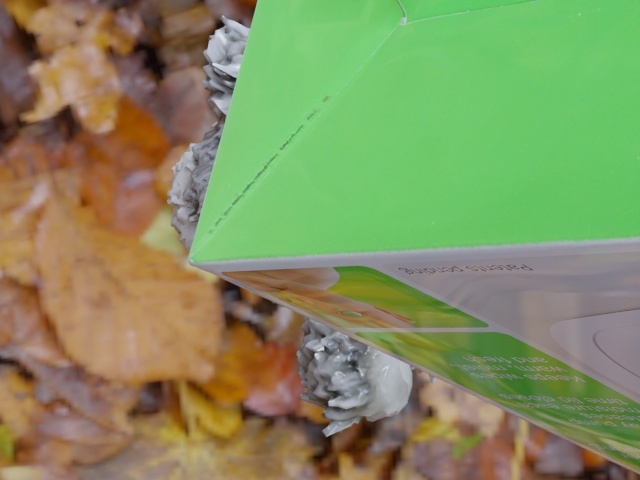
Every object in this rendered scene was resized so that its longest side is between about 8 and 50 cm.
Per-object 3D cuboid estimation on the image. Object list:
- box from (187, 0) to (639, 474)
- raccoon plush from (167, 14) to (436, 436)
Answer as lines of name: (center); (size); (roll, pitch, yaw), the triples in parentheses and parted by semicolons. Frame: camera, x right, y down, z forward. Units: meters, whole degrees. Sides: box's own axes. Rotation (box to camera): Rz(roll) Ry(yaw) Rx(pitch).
box: (0.146, -0.016, 0.446); (0.231, 0.262, 0.126); (29, 69, -38)
raccoon plush: (0.000, 0.000, 0.872); (0.299, 0.446, 0.216); (-30, 85, -42)
